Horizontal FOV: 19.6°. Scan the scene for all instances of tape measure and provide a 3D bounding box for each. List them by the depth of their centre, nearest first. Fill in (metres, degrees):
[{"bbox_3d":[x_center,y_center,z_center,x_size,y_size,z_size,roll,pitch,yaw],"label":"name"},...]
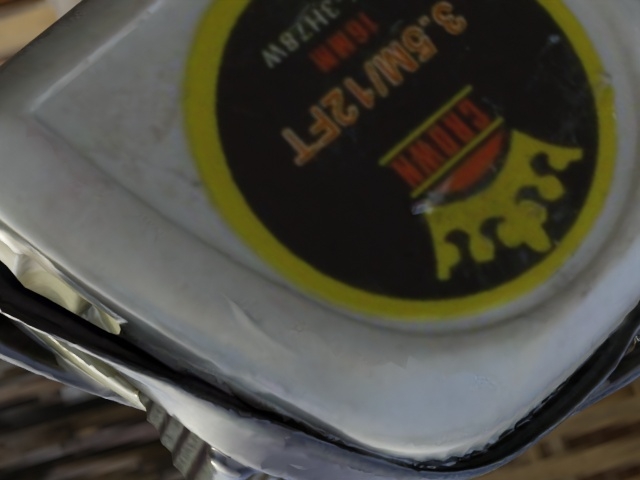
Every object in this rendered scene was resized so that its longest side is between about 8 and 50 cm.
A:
[{"bbox_3d":[0.000,0.000,0.671,0.271,0.231,0.133,-41,173,-24],"label":"tape measure"}]
